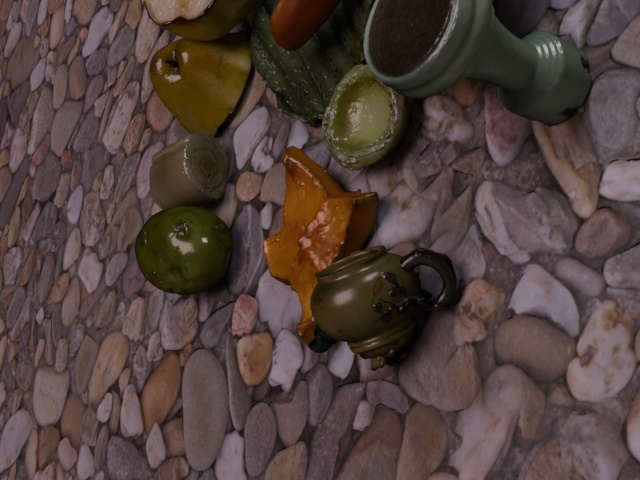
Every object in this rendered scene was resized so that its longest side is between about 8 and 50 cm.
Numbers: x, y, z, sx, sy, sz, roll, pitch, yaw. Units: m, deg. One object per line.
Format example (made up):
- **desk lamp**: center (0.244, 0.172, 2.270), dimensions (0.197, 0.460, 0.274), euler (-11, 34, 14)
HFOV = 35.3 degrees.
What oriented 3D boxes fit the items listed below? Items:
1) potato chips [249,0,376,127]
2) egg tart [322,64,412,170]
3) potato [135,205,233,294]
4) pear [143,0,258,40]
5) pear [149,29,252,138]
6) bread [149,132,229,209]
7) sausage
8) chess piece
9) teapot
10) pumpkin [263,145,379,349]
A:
- **potato chips**: center (-0.007, -0.422, 1.936), dimensions (0.358, 0.070, 0.429), euler (-56, 40, 27)
- **egg tart**: center (0.088, -0.206, 1.723), dimensions (0.197, 0.078, 0.197), euler (-19, 65, 49)
- **potato**: center (-0.280, 0.020, 2.082), dimensions (0.253, 0.148, 0.186), euler (21, 111, 46)
- **pear**: center (-0.208, -0.599, 2.127), dimensions (0.340, 0.191, 0.386), euler (3, 80, 39)
- **pear**: center (-0.285, -0.367, 2.204), dimensions (0.267, 0.178, 0.267), euler (-31, 50, 45)
- **bread**: center (-0.278, -0.140, 2.143), dimensions (0.141, 0.134, 0.148), euler (-21, 70, 43)
- **sausage**: center (-0.015, -0.441, 1.820), dimensions (0.238, 0.098, 0.098), euler (-47, 44, 39)
- **chess piece**: center (0.228, -0.255, 1.360), dimensions (0.194, 0.299, 0.194), euler (-25, 58, 48)
- **teapot**: center (0.092, 0.108, 1.557), dimensions (0.269, 0.173, 0.182), euler (-20, 97, 22)
- **pumpkin**: center (-0.016, 0.009, 1.770), dimensions (0.258, 0.095, 0.290), euler (33, 108, 49)
